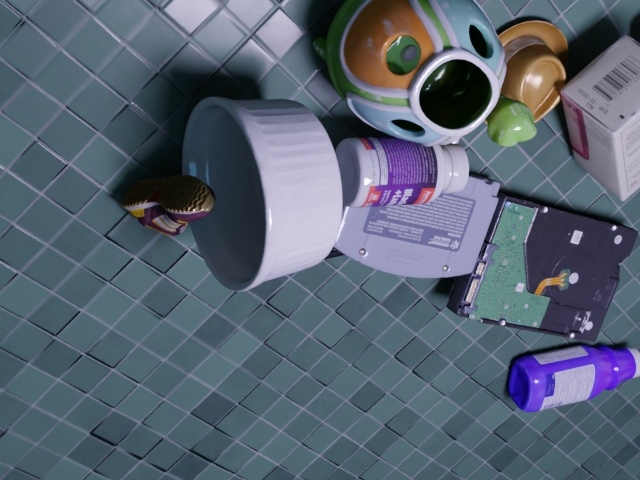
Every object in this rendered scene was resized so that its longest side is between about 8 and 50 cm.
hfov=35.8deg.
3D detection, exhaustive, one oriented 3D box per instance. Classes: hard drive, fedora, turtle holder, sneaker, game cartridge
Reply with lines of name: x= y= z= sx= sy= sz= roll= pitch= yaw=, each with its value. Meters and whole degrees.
hard drive: x=0.412 y=0.052 z=1.828 sx=0.339 sy=0.064 sz=0.237 roll=11 pitch=103 yaw=-31
fedora: x=0.340 y=-0.256 z=1.610 sx=0.194 sy=0.079 sz=0.194 roll=-12 pitch=126 yaw=-17
turtle holder: x=0.160 y=-0.233 z=1.449 sx=0.243 sy=0.227 sz=0.320 roll=-32 pitch=129 yaw=-2
sneaker: x=-0.207 y=-0.047 z=1.456 sx=0.084 sy=0.185 sz=0.069 roll=49 pitch=60 yaw=-39
game cartridge: x=0.153 y=-0.037 z=1.665 sx=0.294 sy=0.060 sz=0.196 roll=12 pitch=100 yaw=-29

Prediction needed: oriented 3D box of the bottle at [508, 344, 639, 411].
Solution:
bottle: x=0.530 y=0.275 z=2.042 sx=0.283 sy=0.092 sz=0.118 roll=-9 pitch=125 yaw=-19

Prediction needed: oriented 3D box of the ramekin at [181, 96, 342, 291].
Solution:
ramekin: x=-0.084 y=-0.074 z=1.423 sx=0.135 sy=0.277 sz=0.277 roll=-12 pitch=126 yaw=-29

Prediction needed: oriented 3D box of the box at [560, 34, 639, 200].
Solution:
box: x=0.503 y=-0.199 z=1.642 sx=0.148 sy=0.127 sz=0.232 roll=-41 pitch=148 yaw=-3

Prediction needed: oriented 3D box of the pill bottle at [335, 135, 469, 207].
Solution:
pill bottle: x=0.126 y=-0.108 z=1.529 sx=0.193 sy=0.108 sz=0.108 roll=-4 pitch=123 yaw=-23

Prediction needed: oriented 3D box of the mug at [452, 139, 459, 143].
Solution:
mug: x=0.189 y=-0.177 z=1.604 sx=0.078 sy=0.064 sz=0.062 roll=-8 pitch=125 yaw=-19

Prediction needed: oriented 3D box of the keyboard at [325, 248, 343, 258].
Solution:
keyboard: x=0.000 y=0.000 z=1.656 sx=0.192 sy=0.038 sz=0.100 roll=-13 pitch=126 yaw=-17
